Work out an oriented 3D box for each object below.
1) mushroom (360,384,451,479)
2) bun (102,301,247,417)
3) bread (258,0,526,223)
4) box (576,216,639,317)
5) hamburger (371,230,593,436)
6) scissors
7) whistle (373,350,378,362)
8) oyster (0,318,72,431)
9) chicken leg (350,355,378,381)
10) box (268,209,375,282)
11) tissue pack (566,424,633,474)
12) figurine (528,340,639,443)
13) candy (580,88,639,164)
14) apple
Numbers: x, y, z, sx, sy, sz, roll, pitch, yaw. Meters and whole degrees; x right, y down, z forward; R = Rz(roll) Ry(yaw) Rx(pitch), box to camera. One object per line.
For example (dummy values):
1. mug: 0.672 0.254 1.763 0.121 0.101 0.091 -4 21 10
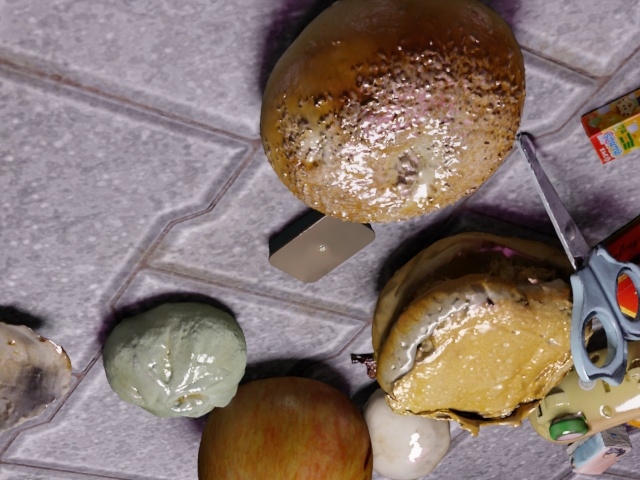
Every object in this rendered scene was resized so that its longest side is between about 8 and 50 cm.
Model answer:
1. mushroom: 0.127 0.290 1.845 0.154 0.122 0.154 2 103 9
2. bun: -0.195 0.171 1.618 0.195 0.118 0.195 -5 142 -4
3. bread: 0.084 -0.131 1.296 0.306 0.158 0.305 -9 141 -7
4. box: 0.499 0.050 1.704 0.240 0.074 0.153 24 133 -38
5. hamburger: 0.210 0.124 1.621 0.319 0.158 0.318 -9 131 -11
6. scissors: 0.330 0.014 1.523 0.029 0.191 0.360 -2 125 49
7. whistle: 0.123 0.137 1.725 0.057 0.046 0.109 18 128 -13
8. oyster: -0.529 0.188 1.576 0.396 0.111 0.204 -23 123 13
9. chicken leg: 0.079 0.188 1.788 0.036 0.021 0.083 -22 141 25
10. box: 0.000 0.000 1.531 0.126 0.031 0.091 -37 135 26
11. tissue pack: 0.482 0.362 2.081 0.074 0.058 0.094 10 136 -29
12. figurine: 0.465 0.233 1.840 0.325 0.124 0.222 -24 153 32
13. candy: 0.385 -0.146 1.456 0.122 0.038 0.062 -26 139 15
14. apple: -0.051 0.338 1.755 0.264 0.264 0.264 -8 141 -6
